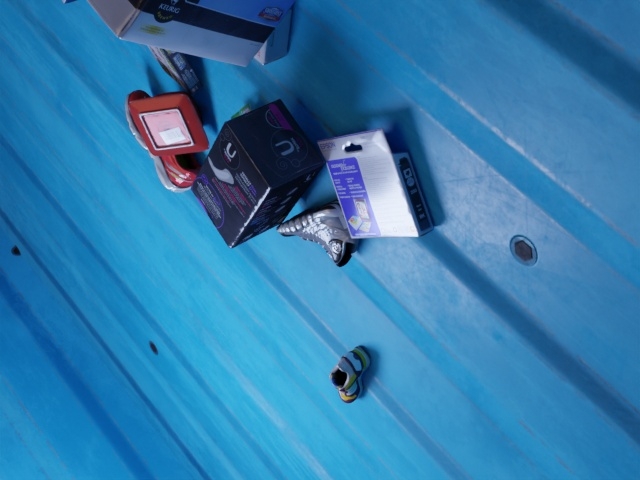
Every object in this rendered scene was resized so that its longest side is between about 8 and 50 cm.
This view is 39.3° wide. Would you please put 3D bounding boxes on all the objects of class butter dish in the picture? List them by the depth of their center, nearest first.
[{"bbox_3d":[-0.338,-0.289,2.080,0.160,0.118,0.159,-5,129,19],"label":"butter dish"}]

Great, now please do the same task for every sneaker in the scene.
[{"bbox_3d":[0.000,0.000,1.841,0.229,0.086,0.132,-16,102,57],"label":"sneaker"},{"bbox_3d":[0.052,0.312,2.002,0.069,0.084,0.185,42,143,29],"label":"sneaker"},{"bbox_3d":[-0.370,-0.257,2.188,0.118,0.107,0.279,-31,90,40],"label":"sneaker"}]

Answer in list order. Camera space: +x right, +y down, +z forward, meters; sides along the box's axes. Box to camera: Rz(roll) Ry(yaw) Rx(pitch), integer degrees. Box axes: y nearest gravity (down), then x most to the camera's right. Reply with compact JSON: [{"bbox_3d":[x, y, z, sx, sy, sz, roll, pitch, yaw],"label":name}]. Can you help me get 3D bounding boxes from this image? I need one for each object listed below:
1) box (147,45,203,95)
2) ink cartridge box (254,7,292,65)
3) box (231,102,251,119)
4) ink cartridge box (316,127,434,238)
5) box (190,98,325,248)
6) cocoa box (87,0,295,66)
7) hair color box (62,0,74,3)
[{"bbox_3d":[-0.338,-0.415,1.966,0.114,0.036,0.207,42,171,28],"label":"box"},{"bbox_3d":[-0.127,-0.423,1.716,0.150,0.063,0.109,42,143,28],"label":"ink cartridge box"},{"bbox_3d":[-0.122,-0.201,1.901,0.105,0.043,0.179,-22,98,58],"label":"box"},{"bbox_3d":[0.098,-0.105,1.653,0.206,0.045,0.208,-1,114,55],"label":"ink cartridge box"},{"bbox_3d":[-0.131,-0.128,1.793,0.165,0.143,0.270,56,148,10],"label":"box"},{"bbox_3d":[-0.220,-0.466,1.498,0.231,0.347,0.228,49,114,19],"label":"cocoa box"},{"bbox_3d":[-0.628,-0.765,2.133,0.174,0.105,0.347,-27,92,58],"label":"hair color box"}]
